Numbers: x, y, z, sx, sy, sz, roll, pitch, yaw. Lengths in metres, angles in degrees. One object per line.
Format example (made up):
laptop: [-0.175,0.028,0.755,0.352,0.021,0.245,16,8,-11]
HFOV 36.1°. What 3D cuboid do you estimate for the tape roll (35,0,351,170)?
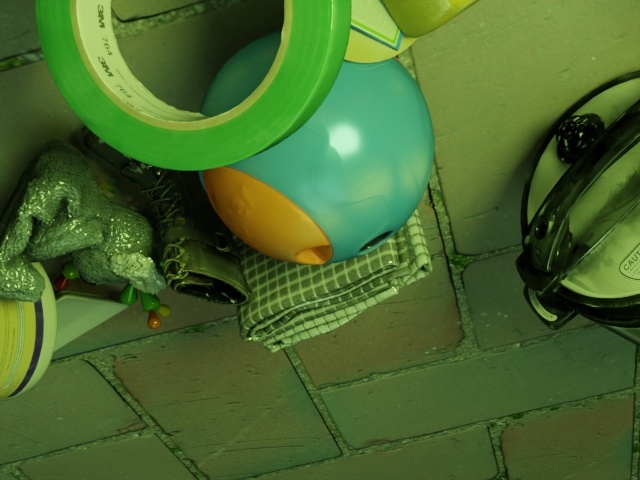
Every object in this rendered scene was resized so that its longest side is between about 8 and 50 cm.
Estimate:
tape roll: [-0.131,-0.235,1.003,0.321,0.321,0.077,-25,-175,20]

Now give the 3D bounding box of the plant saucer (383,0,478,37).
plant saucer: [0.165,-0.385,0.938,0.333,0.081,0.333,-33,131,7]

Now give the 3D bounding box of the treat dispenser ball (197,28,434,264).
treat dispenser ball: [-0.007,-0.114,1.185,0.288,0.288,0.288,-6,143,-5]

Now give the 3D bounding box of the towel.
towel: [0.000,0.000,1.384,0.284,0.235,0.121,-28,141,24]

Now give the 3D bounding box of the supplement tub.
supplement tub: [-0.555,0.118,1.330,0.241,0.241,0.331,-36,161,31]

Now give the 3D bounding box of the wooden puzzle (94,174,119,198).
wooden puzzle: [-0.324,-0.070,1.408,0.083,0.006,0.049,-30,139,25]

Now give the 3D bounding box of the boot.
boot: [-0.194,-0.036,1.296,0.263,0.229,0.091,24,132,-37]

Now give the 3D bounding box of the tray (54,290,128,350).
tray: [-0.460,0.145,1.621,0.270,0.030,0.145,-30,158,26]

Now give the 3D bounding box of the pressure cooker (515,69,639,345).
pressure cooker: [0.482,-0.027,1.349,0.420,0.370,0.375,27,160,-38]

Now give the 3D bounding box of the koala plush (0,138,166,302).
koala plush: [-0.308,-0.010,1.330,0.221,0.196,0.203,25,111,-22]

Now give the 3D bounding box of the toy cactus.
toy cactus: [-0.282,0.040,1.500,0.219,0.112,0.180,15,128,-15]

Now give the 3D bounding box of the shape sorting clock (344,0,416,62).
shape sorting clock: [0.045,-0.296,1.063,0.206,0.206,0.040,23,174,-36]
